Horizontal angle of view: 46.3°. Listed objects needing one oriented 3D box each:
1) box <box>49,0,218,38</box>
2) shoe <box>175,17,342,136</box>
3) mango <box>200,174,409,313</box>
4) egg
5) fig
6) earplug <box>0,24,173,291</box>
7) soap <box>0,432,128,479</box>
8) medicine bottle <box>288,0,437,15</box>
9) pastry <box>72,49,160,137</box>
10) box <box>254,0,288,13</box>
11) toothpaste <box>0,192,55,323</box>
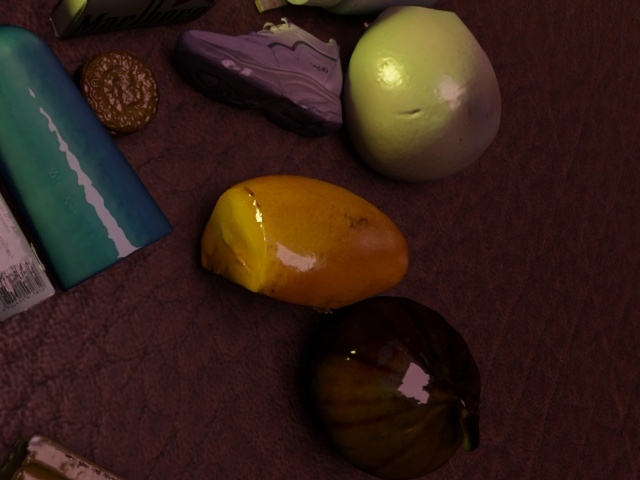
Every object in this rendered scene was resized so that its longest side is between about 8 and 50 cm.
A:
[{"bbox_3d":[-0.206,-0.273,0.857,0.177,0.115,0.036,-20,93,-34],"label":"box"},{"bbox_3d":[-0.067,-0.234,0.965,0.245,0.095,0.137,19,69,-34],"label":"shoe"},{"bbox_3d":[0.000,0.000,0.926,0.257,0.187,0.138,-2,121,-42],"label":"mango"},{"bbox_3d":[0.160,-0.177,1.029,0.206,0.162,0.271,-50,126,-16],"label":"egg"},{"bbox_3d":[0.101,0.181,0.952,0.235,0.214,0.235,11,56,-16],"label":"fig"},{"bbox_3d":[-0.279,-0.095,0.779,0.132,0.132,0.273,-34,99,-33],"label":"earplug"},{"bbox_3d":[-0.237,0.308,0.773,0.233,0.076,0.135,37,64,-23],"label":"soap"},{"bbox_3d":[0.060,-0.384,1.038,0.225,0.139,0.139,-11,89,-36],"label":"medicine bottle"},{"bbox_3d":[-0.234,-0.168,0.858,0.097,0.057,0.109,47,62,-21],"label":"pastry"},{"bbox_3d":[-0.079,-0.354,1.018,0.046,0.012,0.083,-27,98,-35],"label":"box"},{"bbox_3d":[-0.373,-0.079,0.724,0.067,0.081,0.336,-33,105,-34],"label":"toothpaste"}]
